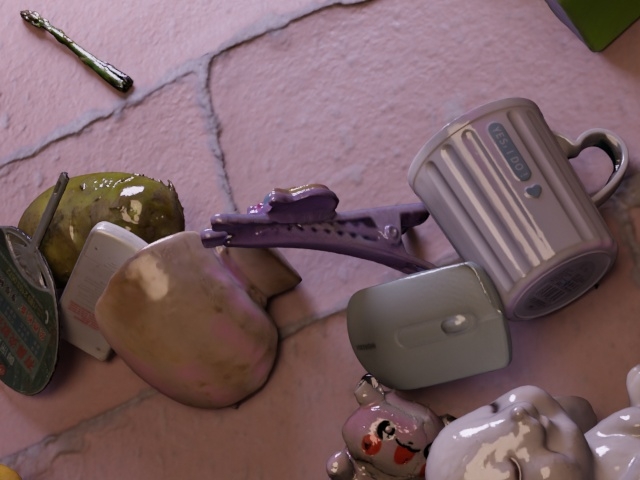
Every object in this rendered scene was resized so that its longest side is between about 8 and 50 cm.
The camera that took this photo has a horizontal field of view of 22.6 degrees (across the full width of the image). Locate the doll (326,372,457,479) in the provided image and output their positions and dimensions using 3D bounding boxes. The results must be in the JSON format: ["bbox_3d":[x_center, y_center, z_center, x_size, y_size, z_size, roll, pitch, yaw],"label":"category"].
[{"bbox_3d":[0.071,0.247,1.755,0.149,0.095,0.192,31,93,-8],"label":"doll"}]

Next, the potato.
[{"bbox_3d":[-0.276,-0.011,1.999,0.251,0.113,0.149,-14,82,33],"label":"potato"}]

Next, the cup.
[{"bbox_3d":[0.235,-0.045,1.751,0.221,0.167,0.202,-36,64,13],"label":"cup"}]

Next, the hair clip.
[{"bbox_3d":[0.004,-0.013,1.831,0.278,0.137,0.090,11,70,-15],"label":"hair clip"}]

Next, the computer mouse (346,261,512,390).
[{"bbox_3d":[0.110,0.098,1.753,0.231,0.079,0.128,-19,95,50],"label":"computer mouse"}]

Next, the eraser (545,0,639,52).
[{"bbox_3d":[0.360,-0.358,1.783,0.274,0.210,0.092,-42,60,8],"label":"eraser"}]

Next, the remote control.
[{"bbox_3d":[-0.263,0.061,1.939,0.087,0.029,0.190,29,127,1],"label":"remote control"}]

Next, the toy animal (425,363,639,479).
[{"bbox_3d":[0.233,0.248,1.581,0.265,0.206,0.272,3,38,-14],"label":"toy animal"}]

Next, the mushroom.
[{"bbox_3d":[-0.140,0.095,1.864,0.236,0.173,0.162,-39,63,7],"label":"mushroom"}]

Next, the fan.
[{"bbox_3d":[-0.391,0.043,2.015,0.223,0.012,0.294,15,105,43],"label":"fan"}]

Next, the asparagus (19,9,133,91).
[{"bbox_3d":[-0.335,-0.262,2.167,0.233,0.023,0.022,36,44,30],"label":"asparagus"}]

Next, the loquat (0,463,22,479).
[{"bbox_3d":[-0.412,0.334,1.938,0.137,0.113,0.137,0,90,38],"label":"loquat"}]
